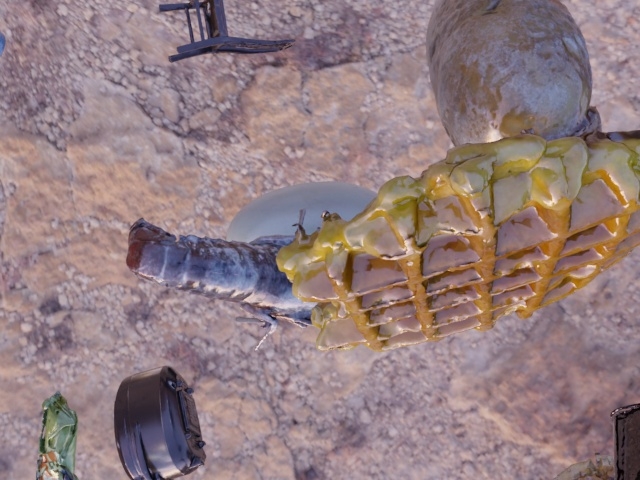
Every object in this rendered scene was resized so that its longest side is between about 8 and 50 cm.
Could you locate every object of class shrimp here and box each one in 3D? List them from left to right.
[{"bbox_3d":[-0.081,0.053,1.155,0.411,0.166,0.221,11,94,-48],"label":"shrimp"}]

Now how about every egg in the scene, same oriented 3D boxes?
[{"bbox_3d":[0.000,0.000,1.506,0.371,0.230,0.229,2,111,-27],"label":"egg"}]

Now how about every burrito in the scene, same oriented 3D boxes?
[{"bbox_3d":[-0.378,0.367,1.163,0.054,0.104,0.287,-5,104,-43],"label":"burrito"}]

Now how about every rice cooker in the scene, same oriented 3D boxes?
[{"bbox_3d":[-0.218,0.253,1.076,0.107,0.165,0.112,-23,152,2],"label":"rice cooker"}]

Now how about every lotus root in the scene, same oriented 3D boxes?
[{"bbox_3d":[0.196,-0.195,0.867,0.175,0.349,0.175,-3,137,-3],"label":"lotus root"}]

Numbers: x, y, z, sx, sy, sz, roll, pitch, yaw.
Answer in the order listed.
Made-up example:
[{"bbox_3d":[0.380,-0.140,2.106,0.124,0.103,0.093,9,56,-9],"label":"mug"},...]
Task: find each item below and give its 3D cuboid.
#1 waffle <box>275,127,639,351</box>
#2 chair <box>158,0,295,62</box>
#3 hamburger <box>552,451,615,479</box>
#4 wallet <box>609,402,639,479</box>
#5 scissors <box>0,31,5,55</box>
[{"bbox_3d":[0.103,0.014,0.556,0.282,0.058,0.300,-8,156,-16],"label":"waffle"},{"bbox_3d":[-0.150,-0.361,1.314,0.213,0.084,0.101,-12,95,-21],"label":"chair"},{"bbox_3d":[0.452,0.428,1.205,0.245,0.155,0.282,23,116,-7],"label":"hamburger"},{"bbox_3d":[0.284,0.237,0.543,0.173,0.318,0.045,-20,123,34],"label":"wallet"},{"bbox_3d":[-0.604,-0.254,1.284,0.256,0.125,0.030,-44,140,9],"label":"scissors"}]
